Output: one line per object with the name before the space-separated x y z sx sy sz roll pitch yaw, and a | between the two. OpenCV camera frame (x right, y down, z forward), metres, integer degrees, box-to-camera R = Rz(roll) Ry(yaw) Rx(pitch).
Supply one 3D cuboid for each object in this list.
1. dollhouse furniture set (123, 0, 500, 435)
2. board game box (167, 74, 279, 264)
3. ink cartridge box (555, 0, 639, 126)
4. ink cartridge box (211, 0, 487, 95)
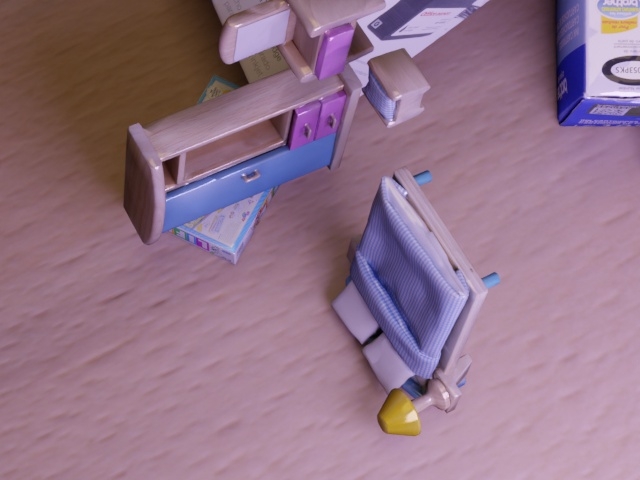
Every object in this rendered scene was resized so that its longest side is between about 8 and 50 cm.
dollhouse furniture set | 0.000 0.000 1.338 0.198 0.286 0.303 -24 68 -19
board game box | -0.088 -0.066 1.519 0.103 0.026 0.154 26 68 9
ink cartridge box | 0.353 -0.244 1.504 0.270 0.151 0.396 1 84 -1
ink cartridge box | 0.045 -0.290 1.481 0.307 0.129 0.223 -35 65 25
